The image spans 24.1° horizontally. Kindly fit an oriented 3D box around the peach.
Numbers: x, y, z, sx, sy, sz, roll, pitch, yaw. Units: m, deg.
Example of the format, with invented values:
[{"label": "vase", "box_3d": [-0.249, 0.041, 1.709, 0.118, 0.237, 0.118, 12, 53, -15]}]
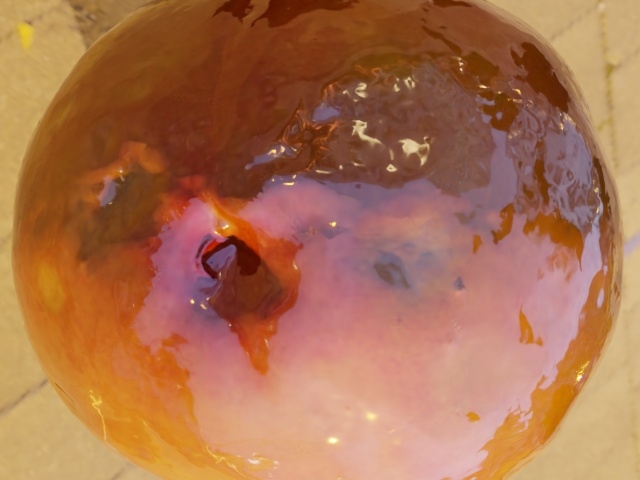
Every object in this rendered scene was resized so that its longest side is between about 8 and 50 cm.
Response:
[{"label": "peach", "box_3d": [0.000, 0.000, 0.842, 0.342, 0.343, 0.302, -58, 160, 5]}]
